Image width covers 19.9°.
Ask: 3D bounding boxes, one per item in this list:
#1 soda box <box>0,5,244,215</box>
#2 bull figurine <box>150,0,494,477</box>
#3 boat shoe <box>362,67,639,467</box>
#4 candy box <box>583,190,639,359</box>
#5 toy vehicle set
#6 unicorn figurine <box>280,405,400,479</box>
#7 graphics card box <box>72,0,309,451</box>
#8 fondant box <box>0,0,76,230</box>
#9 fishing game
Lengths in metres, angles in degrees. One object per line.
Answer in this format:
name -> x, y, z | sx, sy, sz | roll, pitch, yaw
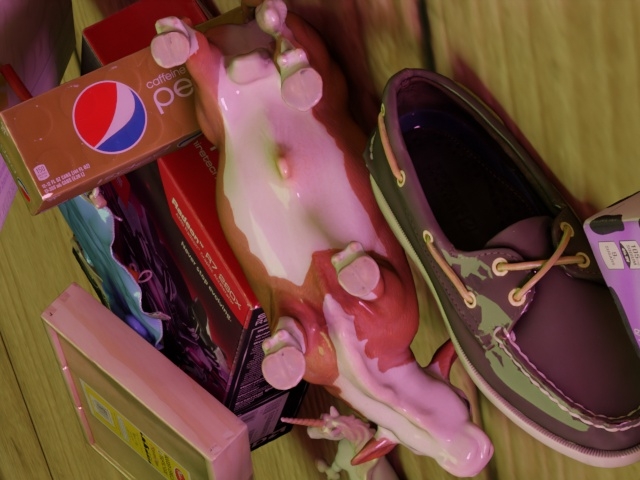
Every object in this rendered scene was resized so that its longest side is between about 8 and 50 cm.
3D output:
soda box -> -0.107, -0.083, 1.129 | 0.061, 0.181, 0.058 | 63, 161, 2
bull figurine -> 0.000, 0.000, 1.027 | 0.188, 0.101, 0.310 | 31, -146, -80
boat shoe -> 0.091, 0.010, 0.888 | 0.228, 0.081, 0.069 | 54, 163, 32
candy box -> 0.199, 0.049, 0.673 | 0.165, 0.070, 0.196 | 66, 161, -7
toy vehicle set -> -0.122, 0.145, 1.369 | 0.166, 0.035, 0.267 | 38, 160, 17
unicorn figurine -> 0.030, 0.169, 1.311 | 0.162, 0.060, 0.111 | 48, 162, -6
graphics card box -> -0.090, 0.007, 1.342 | 0.233, 0.094, 0.371 | 57, 161, 16
fondant box -> -0.252, -0.196, 1.256 | 0.238, 0.096, 0.330 | -78, -9, -45
fishing game -> -0.152, -0.007, 1.287 | 0.189, 0.041, 0.264 | 53, 166, 29
